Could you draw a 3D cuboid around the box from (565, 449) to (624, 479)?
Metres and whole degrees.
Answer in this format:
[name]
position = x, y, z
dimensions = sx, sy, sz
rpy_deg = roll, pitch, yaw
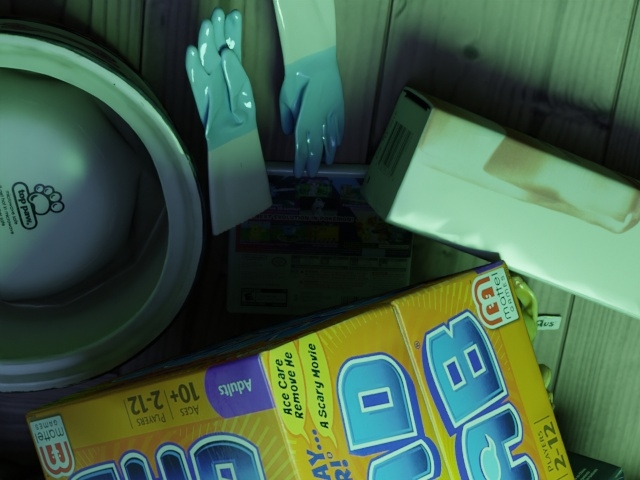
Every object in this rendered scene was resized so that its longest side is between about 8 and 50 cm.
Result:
[box]
position = 0.194, 0.318, 1.848
dimensions = 0.270, 0.143, 0.165
rpy_deg = 13, 127, 39

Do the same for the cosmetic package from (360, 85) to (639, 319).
[cosmetic package]
position = 0.207, -0.040, 1.708
dimensions = 0.296, 0.153, 0.129
rpy_deg = 21, 98, -15

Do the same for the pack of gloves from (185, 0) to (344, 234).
[pack of gloves]
position = -0.061, -0.148, 1.673
dimensions = 0.195, 0.046, 0.232
rpy_deg = -29, 126, -35

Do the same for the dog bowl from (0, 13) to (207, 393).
[dog bowl]
position = -0.318, -0.050, 1.698
dimensions = 0.408, 0.150, 0.408
rpy_deg = -1, 118, -2

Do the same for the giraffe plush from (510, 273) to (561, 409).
[giraffe plush]
position = 0.180, 0.156, 1.807
dimensions = 0.210, 0.170, 0.181
rpy_deg = -15, 127, 1

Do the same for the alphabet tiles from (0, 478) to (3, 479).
[alphabet tiles]
position = -0.285, 0.415, 1.919
dimensions = 0.011, 0.285, 0.342
rpy_deg = -38, 123, -29

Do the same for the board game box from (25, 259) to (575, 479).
[board game box]
position = 0.000, 0.259, 1.627
dimensions = 0.356, 0.356, 0.356
rpy_deg = -18, 90, 44

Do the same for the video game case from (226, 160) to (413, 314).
[video game case]
position = 0.000, 0.000, 1.810
dimensions = 0.201, 0.023, 0.183
rpy_deg = 2, 119, -2
